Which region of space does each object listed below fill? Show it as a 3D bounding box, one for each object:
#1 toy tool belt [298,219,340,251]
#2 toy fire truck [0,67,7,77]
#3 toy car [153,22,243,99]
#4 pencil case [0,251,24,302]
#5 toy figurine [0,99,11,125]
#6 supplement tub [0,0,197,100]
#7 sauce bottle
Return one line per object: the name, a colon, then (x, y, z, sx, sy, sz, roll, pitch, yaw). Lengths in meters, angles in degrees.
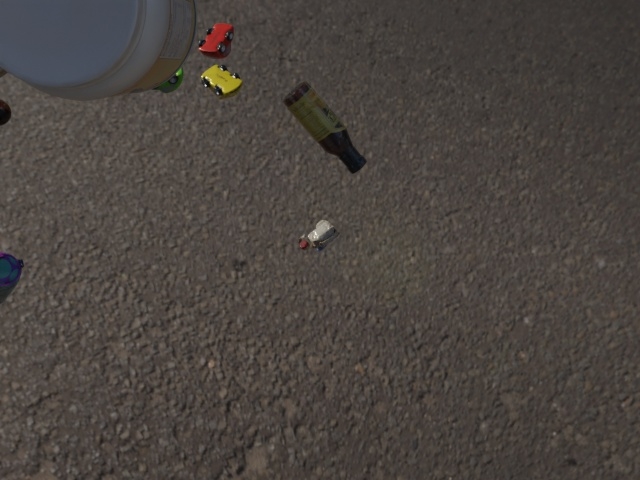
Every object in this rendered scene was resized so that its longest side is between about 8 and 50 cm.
toy tool belt: (0.000, 0.000, 1.430, 0.083, 0.051, 0.052, -39, 50, 3)
toy fire truck: (-0.341, -0.267, 0.760, 0.217, 0.158, 0.246, 45, 45, 8)
toy car: (-0.287, -0.375, 1.516, 0.225, 0.053, 0.239, -14, 54, 1)
pencil case: (-0.591, 0.071, 1.244, 0.064, 0.151, 0.070, -1, 71, -35)
toy figurine: (-0.671, -0.197, 1.204, 0.213, 0.148, 0.209, -19, 34, 30)
supplement tub: (-0.186, -0.191, 0.560, 0.144, 0.144, 0.200, -2, 14, 0)
sauce bottle: (0.008, -0.138, 0.850, 0.128, 0.042, 0.042, 47, 53, -18)
